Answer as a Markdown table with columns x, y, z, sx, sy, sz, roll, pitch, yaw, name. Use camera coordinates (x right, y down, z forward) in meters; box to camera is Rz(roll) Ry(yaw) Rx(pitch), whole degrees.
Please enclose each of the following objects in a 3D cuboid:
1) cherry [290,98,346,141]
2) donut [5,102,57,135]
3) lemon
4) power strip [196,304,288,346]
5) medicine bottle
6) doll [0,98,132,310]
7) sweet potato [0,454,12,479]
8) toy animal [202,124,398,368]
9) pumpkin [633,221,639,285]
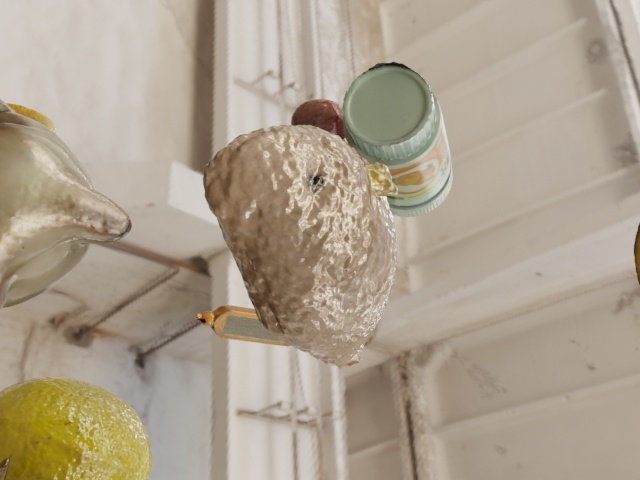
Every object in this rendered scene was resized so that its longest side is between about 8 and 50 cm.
| x | y | z | sx | sy | sz | roll | pitch | yaw | name |
| --- | --- | --- | --- | --- | --- | --- | --- | --- | --- |
| -0.027 | -0.191 | 1.582 | 0.090 | 0.107 | 0.226 | -43 | -167 | -37 | cherry |
| -0.493 | -0.160 | 1.316 | 0.174 | 0.190 | 0.074 | -77 | 175 | -68 | donut |
| -0.428 | 0.351 | 1.412 | 0.268 | 0.322 | 0.268 | -40 | -144 | 38 | lemon |
| -0.113 | 0.131 | 1.359 | 0.028 | 0.178 | 0.049 | 45 | -62 | 55 | power strip |
| 0.133 | -0.159 | 1.447 | 0.158 | 0.318 | 0.158 | -4 | -107 | 12 | medicine bottle |
| -0.388 | -0.054 | 0.962 | 0.215 | 0.225 | 0.370 | -32 | -156 | -28 | doll |
| -0.528 | 0.378 | 1.156 | 0.274 | 0.067 | 0.067 | -31 | -141 | -14 | sweet potato |
| 0.002 | 0.005 | 1.085 | 0.188 | 0.358 | 0.226 | 13 | -136 | 38 | toy animal |
| 0.469 | 0.040 | 0.990 | 0.169 | 0.148 | 0.312 | -19 | -131 | 50 | pumpkin |
